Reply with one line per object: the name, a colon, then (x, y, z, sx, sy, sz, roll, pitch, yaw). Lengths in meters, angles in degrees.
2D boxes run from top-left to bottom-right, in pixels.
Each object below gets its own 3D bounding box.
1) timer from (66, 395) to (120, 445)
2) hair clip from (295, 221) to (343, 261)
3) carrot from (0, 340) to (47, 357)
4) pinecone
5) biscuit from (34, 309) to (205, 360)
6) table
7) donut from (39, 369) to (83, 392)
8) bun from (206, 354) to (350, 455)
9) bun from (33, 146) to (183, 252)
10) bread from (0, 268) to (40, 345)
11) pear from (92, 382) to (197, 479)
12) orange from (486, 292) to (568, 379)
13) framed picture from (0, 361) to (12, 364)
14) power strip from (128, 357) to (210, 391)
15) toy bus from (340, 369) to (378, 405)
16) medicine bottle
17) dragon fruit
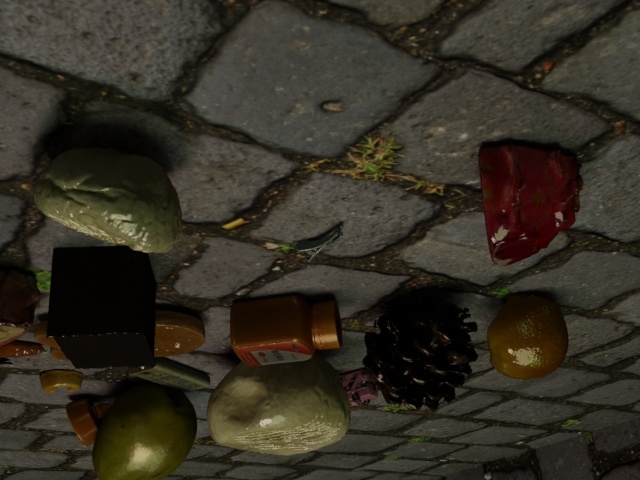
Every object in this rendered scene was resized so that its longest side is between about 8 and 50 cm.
timer: (-0.604, 0.475, 2.271, 0.152, 0.132, 0.132, -27, 155, -8)
hair clip: (0.000, 0.001, 1.473, 0.039, 0.030, 0.115, 18, 146, -35)
carrot: (-0.728, 0.241, 1.839, 0.224, 0.057, 0.057, 7, 152, -34)
pinecone: (0.213, 0.233, 1.768, 0.244, 0.243, 0.257, 3, 123, -13)
biscuit: (-0.431, 0.204, 1.795, 0.355, 0.052, 0.275, -6, 154, 2)
table: (-0.398, 0.128, 1.518, 0.173, 0.169, 0.193, -2, 155, -4)
donut: (-0.659, 0.360, 2.087, 0.108, 0.043, 0.097, -1, 154, -15)
bun: (-0.103, 0.390, 2.017, 0.349, 0.227, 0.352, -5, 151, 3)
bun: (-0.299, -0.067, 1.176, 0.220, 0.134, 0.220, 19, 170, 3)
bread: (-0.638, 0.134, 1.544, 0.244, 0.123, 0.190, -14, 154, 19)
pear: (-0.468, 0.521, 2.180, 0.307, 0.253, 0.253, -52, 139, 7)
orange: (0.466, 0.230, 1.850, 0.179, 0.158, 0.237, -20, 149, -6)
framed picture: (-0.861, 0.296, 1.905, 0.195, 0.010, 0.199, -11, 168, 15)
power strip: (-0.391, 0.337, 2.084, 0.092, 0.034, 0.268, -17, 151, 25)
toy bus: (0.061, 0.415, 2.246, 0.203, 0.090, 0.063, -20, 150, 31)
medicine bottle: (-0.071, 0.191, 1.751, 0.222, 0.112, 0.149, -7, 153, 7)
dragon fruit: (0.326, -0.045, 1.322, 0.163, 0.189, 0.261, 21, 165, 21)
